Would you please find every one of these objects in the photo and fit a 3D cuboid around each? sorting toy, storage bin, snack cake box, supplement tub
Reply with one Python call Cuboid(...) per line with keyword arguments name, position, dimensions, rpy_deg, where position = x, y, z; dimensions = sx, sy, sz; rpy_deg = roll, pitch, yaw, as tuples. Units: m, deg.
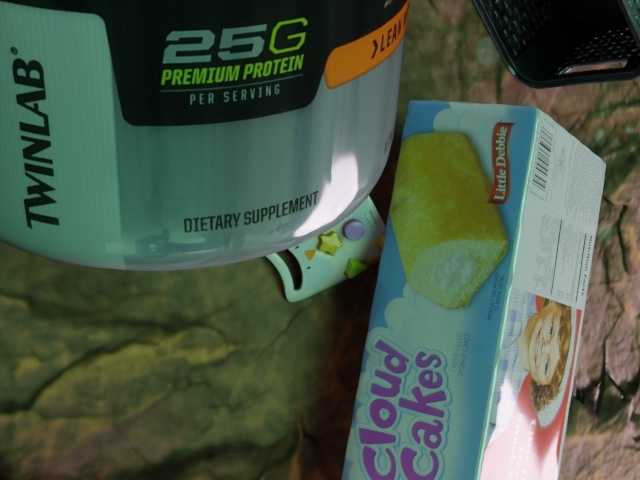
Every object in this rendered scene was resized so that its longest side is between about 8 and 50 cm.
Cuboid(name="sorting toy", position=(0.000, 0.000, 0.649), dimensions=(0.075, 0.045, 0.083), rpy_deg=(-34, 112, -10))
Cuboid(name="storage bin", position=(0.165, -0.203, 0.703), dimensions=(0.084, 0.122, 0.180), rpy_deg=(-46, 117, -25))
Cuboid(name="snack cake box", position=(0.103, 0.057, 0.663), dimensions=(0.152, 0.089, 0.264), rpy_deg=(18, 81, -59))
Cuboid(name="supplement tub", position=(-0.061, -0.176, 0.375), dimensions=(0.207, 0.207, 0.338), rpy_deg=(-23, 132, -33))
